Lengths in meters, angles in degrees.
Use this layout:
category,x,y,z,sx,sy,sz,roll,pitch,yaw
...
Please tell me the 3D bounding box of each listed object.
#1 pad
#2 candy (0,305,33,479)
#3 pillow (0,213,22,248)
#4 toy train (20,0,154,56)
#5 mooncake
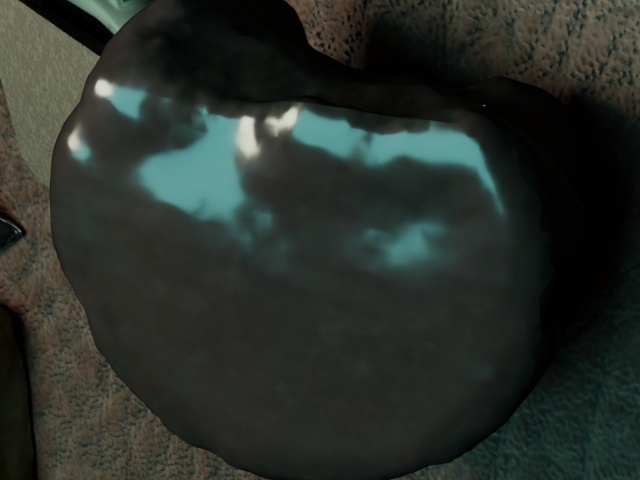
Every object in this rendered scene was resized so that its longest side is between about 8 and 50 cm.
category,x,y,z,sx,sy,sz,roll,pitch,yaw
pad,-0.213,-0.098,1.687,0.176,0.002,0.266,35,152,25
candy,-0.343,0.164,1.915,0.104,0.102,0.234,15,114,37
pillow,-0.392,0.007,1.898,0.208,0.141,0.055,-37,36,41
toy train,-0.228,-0.223,1.687,0.407,0.086,0.088,33,118,28
mooncake,0.000,0.000,1.438,0.381,0.212,0.350,29,115,11
